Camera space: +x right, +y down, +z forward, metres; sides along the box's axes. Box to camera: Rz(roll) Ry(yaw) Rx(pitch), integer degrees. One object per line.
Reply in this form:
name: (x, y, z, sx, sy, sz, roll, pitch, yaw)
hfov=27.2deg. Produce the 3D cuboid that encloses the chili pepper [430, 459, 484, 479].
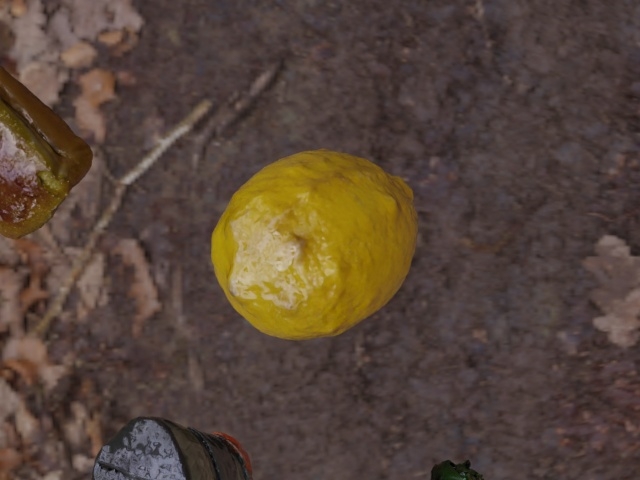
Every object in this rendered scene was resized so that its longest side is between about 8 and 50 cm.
chili pepper: (0.179, 0.211, 0.794, 0.279, 0.065, 0.122, 9, 70, 30)

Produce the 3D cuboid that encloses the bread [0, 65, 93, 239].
bread: (-0.328, -0.112, 1.115, 0.271, 0.077, 0.139, 42, 134, -11)

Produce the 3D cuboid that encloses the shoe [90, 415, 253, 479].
shoe: (-0.046, 0.175, 0.606, 0.074, 0.077, 0.194, -21, 76, 30)

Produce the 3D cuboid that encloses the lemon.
lemon: (0.000, 0.000, 0.826, 0.114, 0.155, 0.114, 24, 129, 34)
